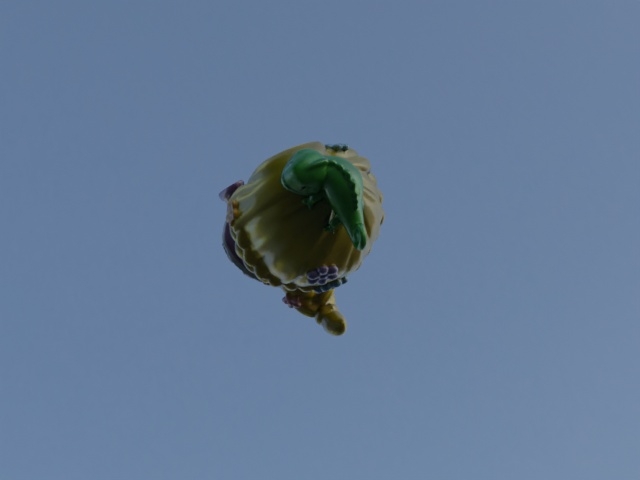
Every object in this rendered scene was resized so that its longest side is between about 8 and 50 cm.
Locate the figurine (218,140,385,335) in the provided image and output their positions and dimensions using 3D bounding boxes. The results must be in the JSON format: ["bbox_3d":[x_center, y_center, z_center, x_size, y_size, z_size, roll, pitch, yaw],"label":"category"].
[{"bbox_3d":[0.000,0.000,1.087,0.095,0.156,0.115,-32,-89,-25],"label":"figurine"}]
